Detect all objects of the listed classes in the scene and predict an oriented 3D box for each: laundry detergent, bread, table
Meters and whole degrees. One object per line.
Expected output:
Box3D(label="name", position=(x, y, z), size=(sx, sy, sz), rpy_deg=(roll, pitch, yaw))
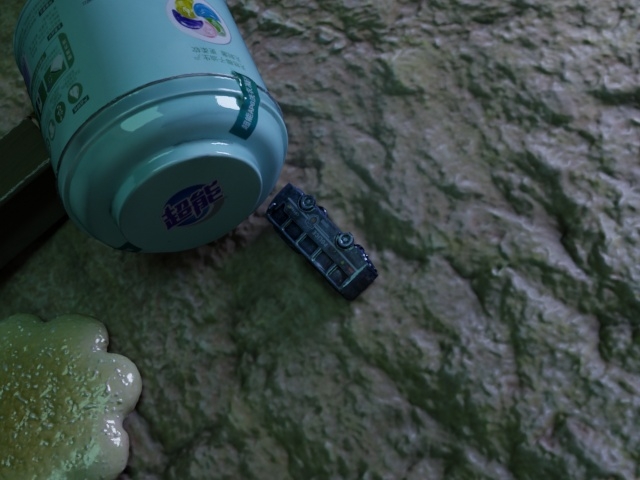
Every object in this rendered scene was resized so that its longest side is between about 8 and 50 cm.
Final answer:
Box3D(label="laundry detergent", position=(-0.205, -0.157, 1.387), size=(0.287, 0.287, 0.305), rpy_deg=(-29, 59, 6))
Box3D(label="bread", position=(-0.368, 0.226, 1.400), size=(0.316, 0.054, 0.316), rpy_deg=(-10, 61, 17))
Box3D(label="table", position=(-0.432, -0.047, 1.509), size=(0.227, 0.167, 0.167), rpy_deg=(-43, 58, -13))

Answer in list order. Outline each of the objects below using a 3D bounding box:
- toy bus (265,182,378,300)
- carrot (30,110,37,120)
Box3D(label="toy bus", position=(0.000, 0.000, 1.374), size=(0.065, 0.047, 0.166), rpy_deg=(-45, 59, 0))
Box3D(label="carrot", position=(-0.301, -0.219, 1.589), size=(0.229, 0.069, 0.069), rpy_deg=(-32, 58, 4))
